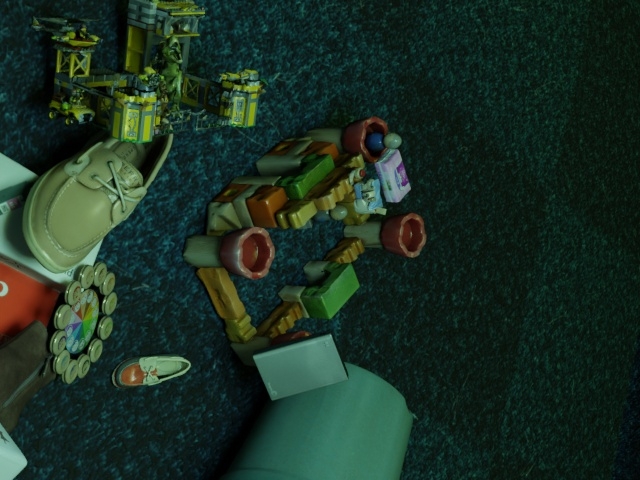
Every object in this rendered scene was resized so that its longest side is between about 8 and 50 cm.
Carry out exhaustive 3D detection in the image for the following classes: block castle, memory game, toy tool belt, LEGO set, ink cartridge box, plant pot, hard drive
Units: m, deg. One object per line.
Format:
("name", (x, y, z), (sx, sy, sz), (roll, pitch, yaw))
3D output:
("block castle", (0.000, 0.000, 1.939), (0.453, 0.213, 0.303), (-45, 123, -38))
("memory game", (-0.349, 0.121, 1.628), (0.186, 0.012, 0.186), (14, 90, -75))
("toy tool belt", (0.084, -0.083, 1.833), (0.052, 0.051, 0.083), (-31, 117, -47))
("LEGO set", (-0.240, -0.275, 1.617), (0.331, 0.255, 0.192), (-11, 118, -43))
("ink cartridge box", (-0.448, 0.018, 1.538), (0.275, 0.060, 0.238), (36, 64, -44))
("plant pot", (-0.006, 0.405, 1.881), (0.341, 0.341, 0.334), (55, 45, -35))
("hard drive", (-0.032, 0.204, 1.794), (0.022, 0.135, 0.094), (-88, 160, -62))

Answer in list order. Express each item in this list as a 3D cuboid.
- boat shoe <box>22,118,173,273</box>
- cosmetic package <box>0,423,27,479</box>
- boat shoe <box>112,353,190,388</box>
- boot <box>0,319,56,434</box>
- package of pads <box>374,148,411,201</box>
("boat shoe", (-0.313, -0.084, 1.572), (0.121, 0.110, 0.341), (54, 31, -24))
("cosmetic package", (-0.566, 0.316, 1.153), (0.453, 0.161, 0.230), (-44, 149, -6))
("boat shoe", (-0.272, 0.209, 1.761), (0.137, 0.043, 0.049), (-7, 99, -48))
("boot", (-0.455, 0.169, 1.485), (0.207, 0.090, 0.248), (-52, 152, -42))
("package of pads", (0.125, -0.113, 1.899), (0.050, 0.032, 0.083), (-47, 128, -38))
